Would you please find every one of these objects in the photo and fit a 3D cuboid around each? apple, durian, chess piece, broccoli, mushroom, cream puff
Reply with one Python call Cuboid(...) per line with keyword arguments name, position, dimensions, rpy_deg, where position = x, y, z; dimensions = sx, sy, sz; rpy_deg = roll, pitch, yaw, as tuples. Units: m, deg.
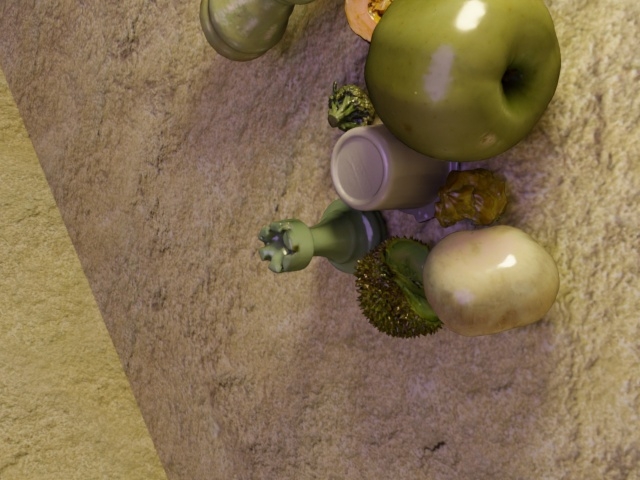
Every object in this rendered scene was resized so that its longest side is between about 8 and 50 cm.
Cuboid(name="apple", position=(0.258, -0.320, 1.240), dimensions=(0.357, 0.357, 0.357), rpy_deg=(9, 103, 43))
Cuboid(name="durian", position=(0.177, 0.112, 1.487), dimensions=(0.177, 0.200, 0.236), rpy_deg=(-25, 85, 33))
Cuboid(name="chess piece", position=(0.000, 0.000, 1.571), dimensions=(0.195, 0.299, 0.194), rpy_deg=(9, 103, 43))
Cuboid(name="broccoli", position=(0.071, -0.309, 1.578), dimensions=(0.130, 0.120, 0.131), rpy_deg=(36, 145, 27))
Cuboid(name="mushroom", position=(0.339, 0.097, 1.325), dimensions=(0.260, 0.254, 0.234), rpy_deg=(31, 154, 42))
Cuboid(name="chess piece", position=(-0.107, -0.611, 1.568), dimensions=(0.442, 0.234, 0.234), rpy_deg=(-13, 88, 57))
Cuboid(name="cream puff", position=(0.306, -0.087, 1.366), dimensions=(0.156, 0.156, 0.121), rpy_deg=(11, 107, 43))

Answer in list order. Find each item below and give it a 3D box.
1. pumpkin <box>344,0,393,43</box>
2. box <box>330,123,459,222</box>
Cuboid(name="pumpkin", position=(0.182, -0.572, 1.400), dimensions=(0.317, 0.139, 0.221), rpy_deg=(-41, 76, 44))
Cuboid(name="box", position=(0.160, -0.181, 1.450), dimensions=(0.262, 0.206, 0.291), rpy_deg=(39, 125, 33))
